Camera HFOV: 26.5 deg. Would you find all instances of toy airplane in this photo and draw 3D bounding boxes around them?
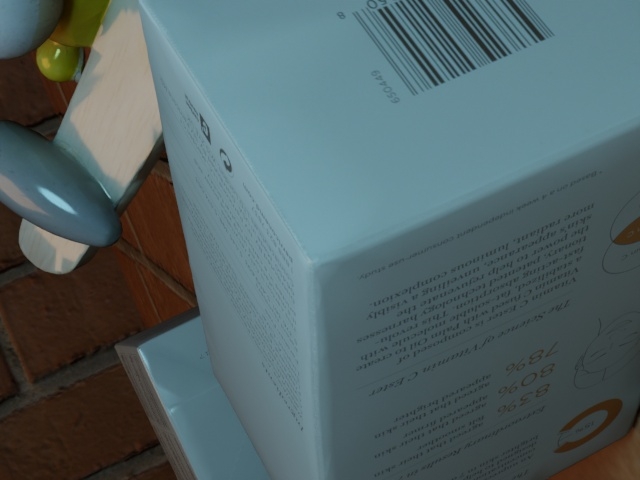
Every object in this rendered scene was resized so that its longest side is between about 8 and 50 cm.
[{"bbox_3d":[-0.141,-0.155,0.992,0.384,0.272,0.386,4,98,49],"label":"toy airplane"}]

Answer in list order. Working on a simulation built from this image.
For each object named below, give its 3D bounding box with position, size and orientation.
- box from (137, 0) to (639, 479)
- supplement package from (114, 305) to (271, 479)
[{"bbox_3d":[0.056,0.006,0.705,0.168,0.215,0.345,57,163,31],"label":"box"},{"bbox_3d":[-0.091,0.163,1.521,0.198,0.199,0.263,65,166,-2],"label":"supplement package"}]
